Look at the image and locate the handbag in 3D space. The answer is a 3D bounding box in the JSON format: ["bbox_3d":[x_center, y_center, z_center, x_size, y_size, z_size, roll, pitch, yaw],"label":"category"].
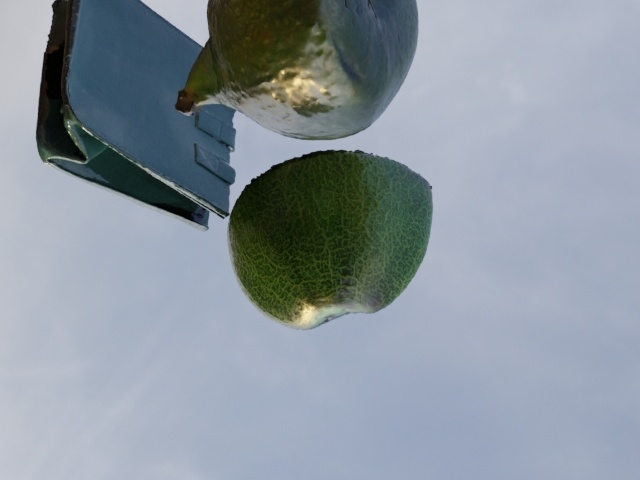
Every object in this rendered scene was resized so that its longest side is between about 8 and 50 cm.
[{"bbox_3d":[-0.230,-0.166,1.574,0.100,0.274,0.269,-30,-132,34],"label":"handbag"}]

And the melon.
[{"bbox_3d":[0.000,0.000,1.462,0.265,0.129,0.169,-17,-129,13],"label":"melon"}]

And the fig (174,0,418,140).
[{"bbox_3d":[-0.044,-0.175,1.055,0.235,0.203,0.203,-9,-119,33],"label":"fig"}]
